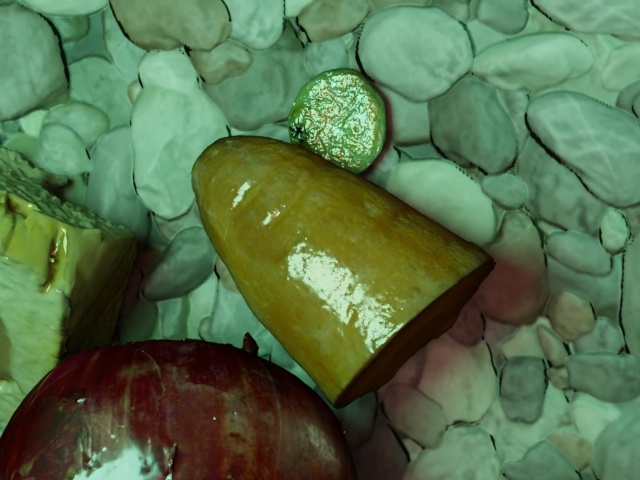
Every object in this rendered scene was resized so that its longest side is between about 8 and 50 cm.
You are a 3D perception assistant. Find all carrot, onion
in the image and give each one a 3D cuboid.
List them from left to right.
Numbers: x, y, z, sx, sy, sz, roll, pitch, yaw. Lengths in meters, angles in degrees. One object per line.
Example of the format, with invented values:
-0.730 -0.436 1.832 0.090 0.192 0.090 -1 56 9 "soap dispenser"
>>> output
-0.108 0.202 1.299 0.276 0.276 0.276 1 94 12 "onion"
0.000 0.000 1.336 0.225 0.159 0.159 45 102 17 "carrot"

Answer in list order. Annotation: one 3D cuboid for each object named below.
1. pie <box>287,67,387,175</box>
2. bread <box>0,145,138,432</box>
0.014 -0.091 1.380 0.085 0.017 0.085 1 93 14 "pie"
-0.256 0.045 1.349 0.183 0.211 0.224 20 93 3 "bread"
